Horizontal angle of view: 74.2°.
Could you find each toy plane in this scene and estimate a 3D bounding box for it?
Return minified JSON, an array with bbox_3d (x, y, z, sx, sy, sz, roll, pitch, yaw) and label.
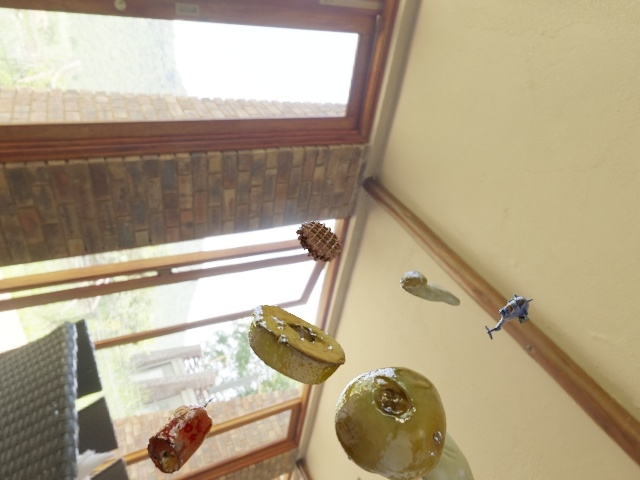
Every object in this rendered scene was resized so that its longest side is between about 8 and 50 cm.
[{"bbox_3d":[0.404,0.166,0.920,0.167,0.062,0.054,94,-18,-55],"label":"toy plane"}]

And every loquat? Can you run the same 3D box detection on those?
[{"bbox_3d":[0.132,0.349,0.806,0.213,0.213,0.212,32,-53,57],"label":"loquat"}]

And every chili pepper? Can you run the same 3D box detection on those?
[{"bbox_3d":[-0.281,0.398,0.913,0.084,0.192,0.086,-4,-71,25],"label":"chili pepper"}]

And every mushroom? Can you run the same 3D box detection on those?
[{"bbox_3d":[0.265,0.118,0.993,0.054,0.202,0.059,-57,-143,13],"label":"mushroom"}]

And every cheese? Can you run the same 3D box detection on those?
[{"bbox_3d":[0.280,0.570,1.114,0.233,0.127,0.266,54,-20,31],"label":"cheese"}]

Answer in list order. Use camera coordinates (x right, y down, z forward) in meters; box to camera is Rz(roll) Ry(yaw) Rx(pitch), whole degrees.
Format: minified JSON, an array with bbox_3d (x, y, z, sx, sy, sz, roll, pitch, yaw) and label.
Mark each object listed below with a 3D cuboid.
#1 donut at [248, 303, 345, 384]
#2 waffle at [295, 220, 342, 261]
[{"bbox_3d":[-0.047,0.180,0.730,0.065,0.179,0.162,-62,179,8],"label":"donut"},{"bbox_3d":[0.000,0.000,0.694,0.029,0.083,0.075,-42,-122,35],"label":"waffle"}]
